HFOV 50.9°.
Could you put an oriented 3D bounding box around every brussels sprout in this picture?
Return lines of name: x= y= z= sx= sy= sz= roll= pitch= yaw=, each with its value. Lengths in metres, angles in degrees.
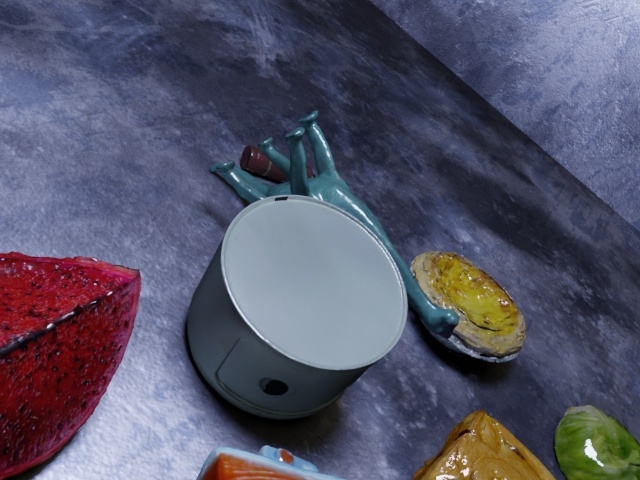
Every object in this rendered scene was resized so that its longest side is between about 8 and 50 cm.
brussels sprout: x=0.441 y=0.335 z=1.065 sx=0.139 sy=0.100 sz=0.181 roll=10 pitch=47 yaw=-7

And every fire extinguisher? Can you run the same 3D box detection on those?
fire extinguisher: x=-0.068 y=-0.128 z=1.197 sx=0.157 sy=0.045 sz=0.078 roll=15 pitch=16 yaw=-32

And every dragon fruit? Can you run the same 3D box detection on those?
dragon fruit: x=-0.280 y=0.106 z=0.567 sx=0.261 sy=0.162 sz=0.189 roll=-35 pitch=109 yaw=-62

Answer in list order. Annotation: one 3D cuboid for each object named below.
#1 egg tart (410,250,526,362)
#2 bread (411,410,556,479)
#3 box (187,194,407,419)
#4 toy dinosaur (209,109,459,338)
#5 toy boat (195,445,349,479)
egg tart: x=0.238 y=0.117 z=1.137 sx=0.234 sy=0.094 sz=0.234 roll=24 pitch=34 yaw=-17
bread: x=0.176 y=0.310 z=0.768 sx=0.158 sy=0.143 sz=0.149 roll=39 pitch=30 yaw=9
box: x=-0.031 y=0.080 z=0.794 sx=0.226 sy=0.149 sz=0.226 roll=15 pitch=49 yaw=-18
toy dinosaur: x=0.000 y=0.000 z=0.969 sx=0.129 sy=0.383 sz=0.331 roll=-36 pitch=103 yaw=-29
toy boat: x=0.024 y=0.292 z=0.641 sx=0.331 sy=0.145 sz=0.133 roll=26 pitch=9 yaw=-14
